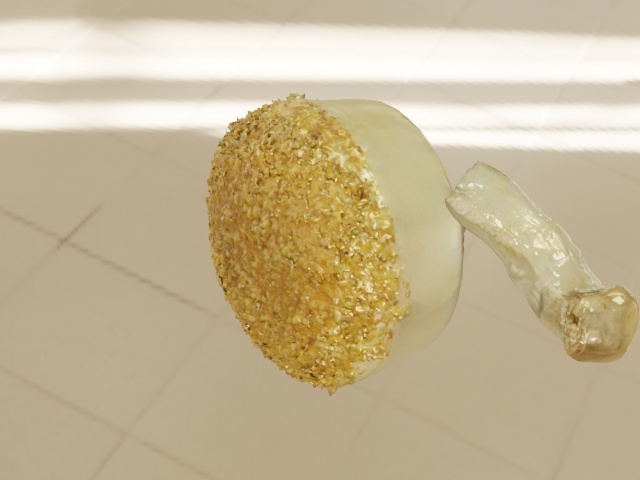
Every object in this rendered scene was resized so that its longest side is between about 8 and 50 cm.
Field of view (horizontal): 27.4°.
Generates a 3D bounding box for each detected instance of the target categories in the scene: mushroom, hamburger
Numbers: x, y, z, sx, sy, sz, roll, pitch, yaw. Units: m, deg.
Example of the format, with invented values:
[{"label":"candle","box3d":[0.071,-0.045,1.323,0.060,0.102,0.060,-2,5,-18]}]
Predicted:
[{"label":"mushroom","box3d":[0.160,0.008,0.984,0.059,0.054,0.202,-29,55,-10]},{"label":"hamburger","box3d":[0.000,0.000,1.229,0.179,0.275,0.294,-13,14,-25]}]
